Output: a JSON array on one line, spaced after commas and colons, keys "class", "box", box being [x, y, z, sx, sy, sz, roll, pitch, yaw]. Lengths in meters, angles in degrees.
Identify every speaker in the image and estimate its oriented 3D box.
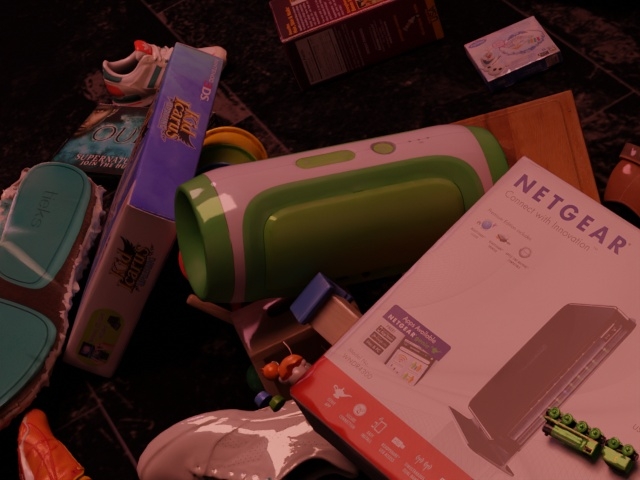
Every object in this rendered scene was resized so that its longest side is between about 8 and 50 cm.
[{"class": "speaker", "box": [0.022, -0.026, 1.505, 0.297, 0.131, 0.131, -12, 35, -17]}]

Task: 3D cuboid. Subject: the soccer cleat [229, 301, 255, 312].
[{"class": "soccer cleat", "box": [0.000, 0.000, 1.647, 0.248, 0.083, 0.095, -36, 34, 27]}]

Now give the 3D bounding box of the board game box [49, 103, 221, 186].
[{"class": "board game box", "box": [-0.228, -0.115, 1.993, 0.186, 0.026, 0.126, 7, 47, 33]}]

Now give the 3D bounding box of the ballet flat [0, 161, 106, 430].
[{"class": "ballet flat", "box": [-0.326, 0.087, 1.725, 0.147, 0.147, 0.409, -3, 40, 24]}]

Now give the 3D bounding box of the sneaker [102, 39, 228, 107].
[{"class": "sneaker", "box": [-0.198, -0.221, 2.064, 0.161, 0.075, 0.057, -18, 38, 6]}]

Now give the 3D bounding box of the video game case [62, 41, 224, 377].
[{"class": "video game case", "box": [-0.185, -0.034, 1.713, 0.061, 0.244, 0.269, 21, 41, -10]}]

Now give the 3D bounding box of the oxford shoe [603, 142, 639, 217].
[{"class": "oxford shoe", "box": [0.362, -0.019, 1.566, 0.212, 0.076, 0.076, 31, 92, 43]}]

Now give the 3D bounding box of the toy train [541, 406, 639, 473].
[{"class": "toy train", "box": [0.207, 0.155, 1.268, 0.083, 0.017, 0.023, 26, 80, 32]}]

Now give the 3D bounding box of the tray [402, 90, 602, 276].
[{"class": "tray", "box": [0.182, 0.020, 1.589, 0.203, 0.076, 0.411, -15, 38, 10]}]

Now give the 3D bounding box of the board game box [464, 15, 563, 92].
[{"class": "board game box", "box": [0.222, -0.216, 1.893, 0.090, 0.020, 0.090, -23, 38, 0]}]

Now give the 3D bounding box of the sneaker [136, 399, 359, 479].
[{"class": "sneaker", "box": [-0.065, 0.206, 1.495, 0.212, 0.080, 0.094, -16, 50, 7]}]

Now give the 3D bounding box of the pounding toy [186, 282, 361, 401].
[{"class": "pounding toy", "box": [-0.031, 0.095, 1.558, 0.141, 0.130, 0.100, -26, 38, -4]}]

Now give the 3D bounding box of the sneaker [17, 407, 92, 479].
[{"class": "sneaker", "box": [-0.257, 0.229, 1.582, 0.067, 0.064, 0.175, -8, 41, -14]}]

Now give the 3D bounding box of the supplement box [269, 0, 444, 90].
[{"class": "supplement box", "box": [0.043, -0.269, 1.997, 0.188, 0.080, 0.104, -21, 38, 2]}]

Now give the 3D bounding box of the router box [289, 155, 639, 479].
[{"class": "router box", "box": [0.194, 0.128, 1.354, 0.301, 0.082, 0.335, -45, 55, -12]}]

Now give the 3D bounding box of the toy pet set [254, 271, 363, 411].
[{"class": "toy pet set", "box": [-0.018, 0.089, 1.435, 0.065, 0.122, 0.114, 41, 95, 23]}]

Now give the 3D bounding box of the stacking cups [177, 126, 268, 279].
[{"class": "stacking cups", "box": [-0.111, -0.030, 1.697, 0.096, 0.096, 0.316, -16, 19, 8]}]
